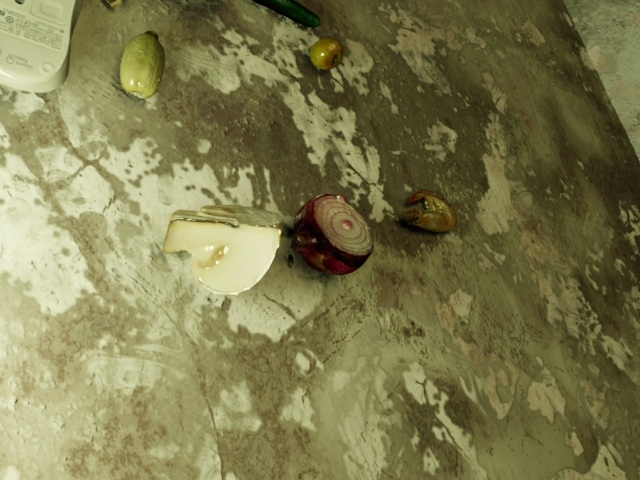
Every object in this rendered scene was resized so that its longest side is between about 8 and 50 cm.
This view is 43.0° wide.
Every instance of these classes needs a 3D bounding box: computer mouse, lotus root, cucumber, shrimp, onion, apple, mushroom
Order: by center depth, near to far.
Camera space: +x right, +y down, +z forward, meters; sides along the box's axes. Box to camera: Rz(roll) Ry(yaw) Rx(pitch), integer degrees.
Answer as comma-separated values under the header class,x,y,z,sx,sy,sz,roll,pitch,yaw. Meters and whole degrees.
class,x,y,z,sx,sy,sz,roll,pitch,yaw
computer mouse,-0.574,-0.419,1.595,0.184,0.121,0.296,13,71,-27
mushroom,-0.194,0.016,1.675,0.236,0.173,0.162,6,100,2
lotus root,-0.385,-0.391,1.767,0.090,0.077,0.183,25,53,-29
onion,0.000,0.000,1.825,0.218,0.140,0.195,-20,76,-45
cucumber,-0.111,-0.632,2.160,0.284,0.056,0.056,16,56,-34
apple,0.017,-0.499,2.166,0.090,0.089,0.074,-19,66,-45
shrimp,0.287,-0.083,2.179,0.236,0.053,0.133,-2,70,-45

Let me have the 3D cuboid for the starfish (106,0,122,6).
class,x,y,z,sx,sy,sz,roll,pitch,yaw
starfish,-0.510,-0.611,1.824,0.210,0.053,0.150,38,34,-11
